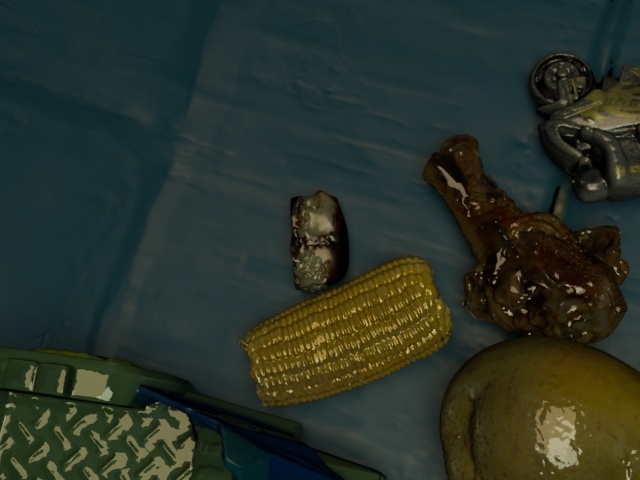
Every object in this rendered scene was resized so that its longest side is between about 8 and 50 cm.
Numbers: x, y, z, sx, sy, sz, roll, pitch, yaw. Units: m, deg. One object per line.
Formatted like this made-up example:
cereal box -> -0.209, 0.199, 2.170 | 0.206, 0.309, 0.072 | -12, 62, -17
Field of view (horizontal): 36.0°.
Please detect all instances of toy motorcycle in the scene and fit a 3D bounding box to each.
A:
toy motorcycle -> 0.249, -0.079, 0.785 | 0.193, 0.061, 0.124 | 20, 74, 17
toy motorcycle -> -0.106, 0.182, 0.700 | 0.326, 0.200, 0.191 | 5, 77, 10

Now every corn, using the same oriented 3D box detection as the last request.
corn -> 0.020, 0.074, 0.777 | 0.165, 0.063, 0.085 | -21, 85, 4

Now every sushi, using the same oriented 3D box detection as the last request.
sushi -> 0.000, 0.000, 0.806 | 0.046, 0.044, 0.083 | -5, 78, 7

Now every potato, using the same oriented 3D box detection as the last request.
potato -> 0.189, 0.149, 0.706 | 0.194, 0.157, 0.157 | 7, 77, -15

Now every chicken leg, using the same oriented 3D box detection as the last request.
chicken leg -> 0.152, 0.007, 0.776 | 0.196, 0.080, 0.125 | 33, 73, 20
